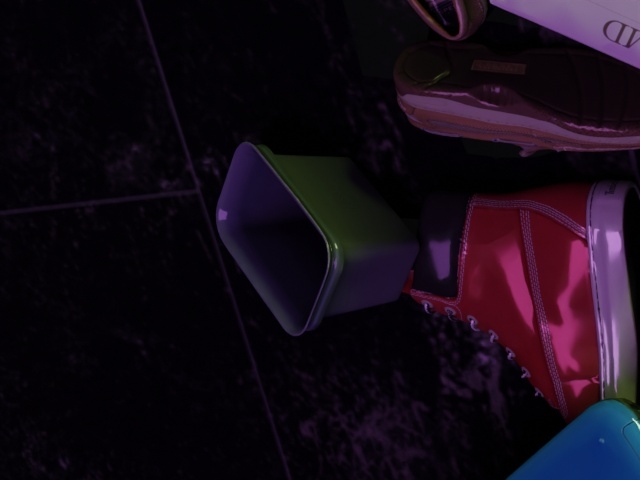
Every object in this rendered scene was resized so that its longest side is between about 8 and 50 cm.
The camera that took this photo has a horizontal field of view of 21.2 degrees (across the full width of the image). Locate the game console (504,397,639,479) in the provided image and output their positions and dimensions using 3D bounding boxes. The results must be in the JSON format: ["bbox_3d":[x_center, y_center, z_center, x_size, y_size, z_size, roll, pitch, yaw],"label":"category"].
[{"bbox_3d":[0.213,0.280,1.168,0.293,0.173,0.250,-47,59,32],"label":"game console"}]

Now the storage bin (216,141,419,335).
[{"bbox_3d":[0.000,0.000,1.197,0.135,0.091,0.098,53,135,39],"label":"storage bin"}]

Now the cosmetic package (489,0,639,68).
[{"bbox_3d":[0.255,-0.270,0.933,0.197,0.155,0.365,24,122,7],"label":"cosmetic package"}]

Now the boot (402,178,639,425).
[{"bbox_3d":[0.146,0.077,1.209,0.176,0.088,0.244,-2,107,24],"label":"boot"}]

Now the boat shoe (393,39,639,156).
[{"bbox_3d":[0.144,-0.087,1.141,0.190,0.068,0.072,14,146,21],"label":"boat shoe"}]

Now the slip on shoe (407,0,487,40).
[{"bbox_3d":[0.060,-0.190,1.125,0.051,0.041,0.135,-25,105,31],"label":"slip on shoe"}]
